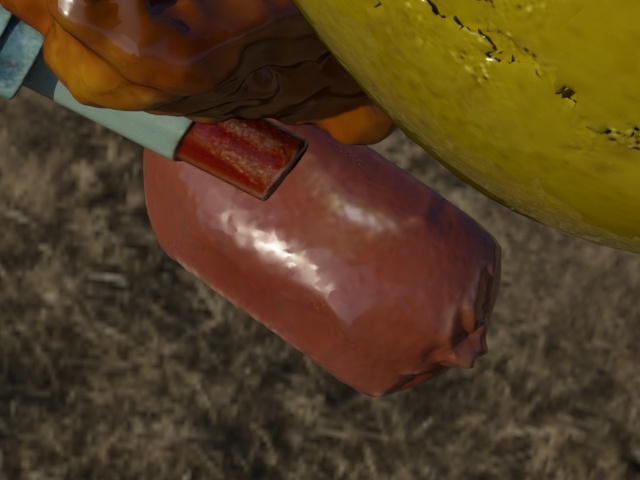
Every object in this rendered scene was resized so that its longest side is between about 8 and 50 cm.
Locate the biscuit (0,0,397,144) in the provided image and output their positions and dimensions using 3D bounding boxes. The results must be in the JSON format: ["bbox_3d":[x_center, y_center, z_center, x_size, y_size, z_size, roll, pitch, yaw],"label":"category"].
[{"bbox_3d":[-0.054,-0.174,0.783,0.318,0.110,0.312,-10,51,-45],"label":"biscuit"}]

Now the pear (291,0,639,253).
[{"bbox_3d":[0.128,-0.126,0.410,0.285,0.285,0.336,44,15,36],"label":"pear"}]

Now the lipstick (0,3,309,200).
[{"bbox_3d":[-0.127,-0.089,0.771,0.274,0.061,0.068,27,24,-17],"label":"lipstick"}]

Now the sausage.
[{"bbox_3d":[0.000,0.000,1.077,0.254,0.148,0.148,31,43,19],"label":"sausage"}]
